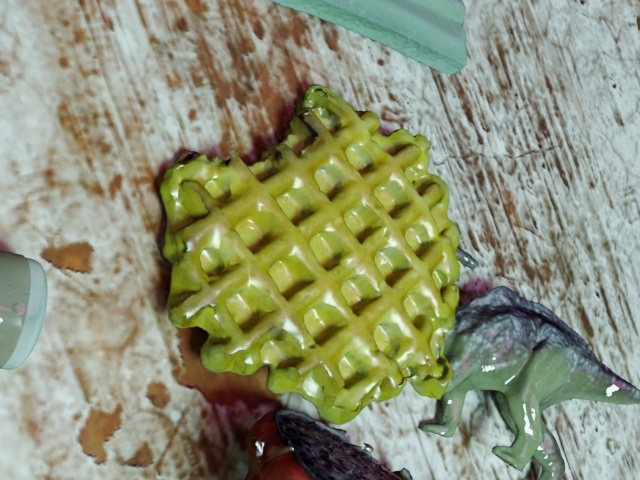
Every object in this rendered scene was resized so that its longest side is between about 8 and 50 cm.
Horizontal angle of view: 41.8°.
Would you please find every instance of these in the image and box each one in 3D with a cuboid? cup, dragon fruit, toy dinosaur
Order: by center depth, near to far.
[{"bbox_3d":[-0.215,0.048,0.475,0.099,0.074,0.102,15,70,-34],"label":"cup"},{"bbox_3d":[0.016,0.232,0.558,0.148,0.218,0.224,-55,156,-1],"label":"dragon fruit"},{"bbox_3d":[0.163,0.115,0.744,0.294,0.077,0.162,36,67,-23],"label":"toy dinosaur"}]

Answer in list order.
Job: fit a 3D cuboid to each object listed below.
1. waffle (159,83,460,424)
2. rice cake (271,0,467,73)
[{"bbox_3d":[0.001,-0.001,0.650,0.291,0.051,0.291,11,67,-26],"label":"waffle"},{"bbox_3d":[0.050,-0.222,0.764,0.222,0.042,0.080,13,73,-33],"label":"rice cake"}]
